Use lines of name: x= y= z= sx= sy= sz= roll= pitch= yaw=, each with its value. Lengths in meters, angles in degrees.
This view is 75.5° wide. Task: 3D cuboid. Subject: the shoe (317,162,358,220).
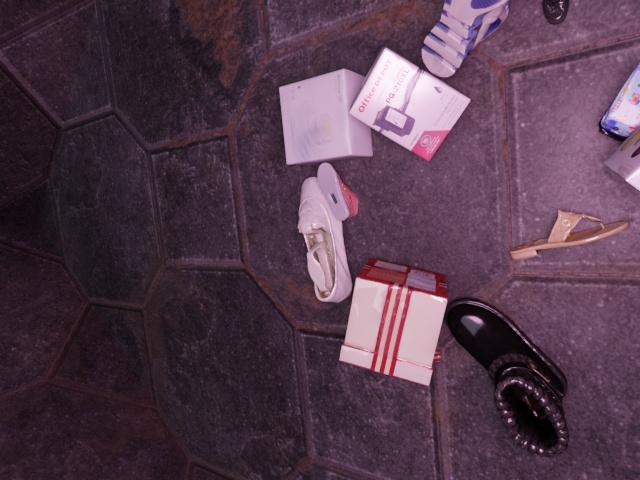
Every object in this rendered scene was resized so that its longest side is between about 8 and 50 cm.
shoe: x=0.054 y=-0.147 z=1.227 sx=0.063 sy=0.081 sz=0.178 roll=-23 pitch=88 yaw=34

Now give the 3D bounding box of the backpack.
backpack: x=0.655 y=-0.247 z=0.786 sx=0.173 sy=0.116 sz=0.158 roll=35 pitch=117 yaw=21

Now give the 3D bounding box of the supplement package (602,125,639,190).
supplement package: x=0.609 y=-0.149 z=0.660 sx=0.149 sy=0.194 sz=0.203 roll=38 pitch=118 yaw=8

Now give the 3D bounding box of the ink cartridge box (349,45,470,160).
ink cartridge box: x=0.211 y=-0.336 z=1.017 sx=0.237 sy=0.100 sz=0.172 roll=29 pitch=116 yaw=-6

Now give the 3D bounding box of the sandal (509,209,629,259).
sandal: x=0.533 y=-0.027 z=0.922 sx=0.239 sy=0.088 sz=0.079 roll=-24 pitch=91 yaw=39

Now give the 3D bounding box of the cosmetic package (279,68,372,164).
cosmetic package: x=0.016 y=-0.341 z=1.187 sx=0.224 sy=0.138 sz=0.224 roll=-2 pitch=97 yaw=33

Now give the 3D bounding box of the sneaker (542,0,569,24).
sneaker: x=0.488 y=-0.551 z=0.860 sx=0.051 sy=0.089 sz=0.171 roll=3 pitch=100 yaw=33

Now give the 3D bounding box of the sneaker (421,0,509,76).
sneaker: x=0.347 y=-0.522 z=0.887 sx=0.127 sy=0.182 sz=0.315 roll=41 pitch=156 yaw=5

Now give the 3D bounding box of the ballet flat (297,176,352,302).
ballet flat: x=0.000 y=0.000 z=1.261 sx=0.139 sy=0.139 sz=0.401 roll=-13 pitch=90 yaw=35

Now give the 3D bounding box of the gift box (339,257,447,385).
gift box: x=0.208 y=0.211 z=1.093 sx=0.254 sy=0.276 sz=0.259 roll=14 pitch=102 yaw=18

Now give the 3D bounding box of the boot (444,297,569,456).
boot: x=0.413 y=0.287 z=0.952 sx=0.348 sy=0.260 sz=0.131 roll=39 pitch=117 yaw=22
